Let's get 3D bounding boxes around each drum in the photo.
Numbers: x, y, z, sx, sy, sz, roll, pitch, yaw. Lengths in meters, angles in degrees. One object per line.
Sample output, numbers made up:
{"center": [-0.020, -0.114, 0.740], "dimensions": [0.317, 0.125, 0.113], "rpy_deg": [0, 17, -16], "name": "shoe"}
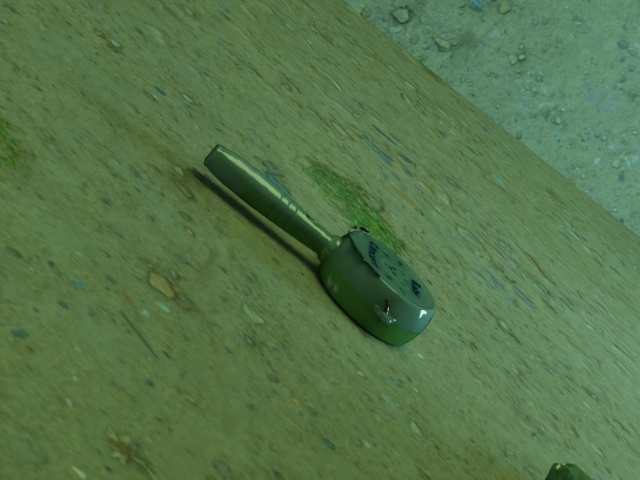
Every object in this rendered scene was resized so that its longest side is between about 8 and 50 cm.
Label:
{"center": [0.004, -0.004, 1.307], "dimensions": [0.253, 0.049, 0.130], "rpy_deg": [43, 16, 3], "name": "drum"}

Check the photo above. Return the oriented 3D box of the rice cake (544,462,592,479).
{"center": [0.224, 0.257, 1.160], "dimensions": [0.045, 0.042, 0.245], "rpy_deg": [42, 15, -13], "name": "rice cake"}
